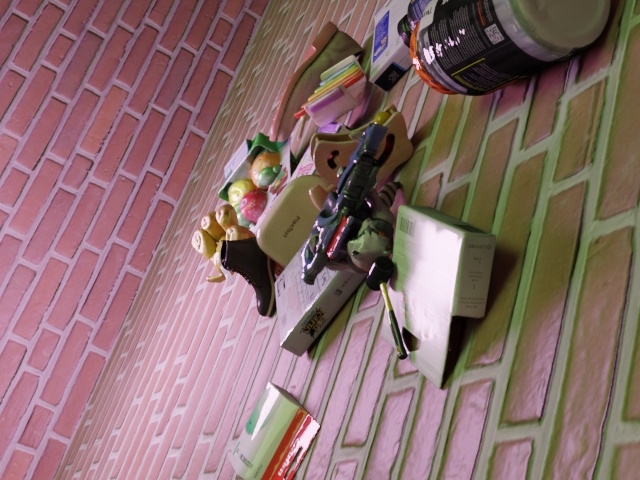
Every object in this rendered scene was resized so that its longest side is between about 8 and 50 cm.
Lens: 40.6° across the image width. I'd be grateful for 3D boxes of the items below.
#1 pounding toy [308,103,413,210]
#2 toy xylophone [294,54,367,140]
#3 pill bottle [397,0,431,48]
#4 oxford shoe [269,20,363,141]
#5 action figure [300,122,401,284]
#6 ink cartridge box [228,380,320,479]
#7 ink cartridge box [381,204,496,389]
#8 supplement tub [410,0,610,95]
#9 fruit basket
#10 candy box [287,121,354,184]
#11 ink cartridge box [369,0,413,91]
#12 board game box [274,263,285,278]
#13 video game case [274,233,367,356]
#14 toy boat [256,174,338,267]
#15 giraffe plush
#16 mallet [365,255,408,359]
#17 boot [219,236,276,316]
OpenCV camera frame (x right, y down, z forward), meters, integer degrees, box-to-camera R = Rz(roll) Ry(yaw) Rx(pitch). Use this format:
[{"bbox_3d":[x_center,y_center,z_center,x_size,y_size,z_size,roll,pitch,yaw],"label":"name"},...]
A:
[{"bbox_3d":[0.061,-0.196,1.861,0.269,0.154,0.155,-38,23,9],"label":"pounding toy"},{"bbox_3d":[0.021,-0.372,2.255,0.236,0.081,0.322,-32,18,12],"label":"toy xylophone"},{"bbox_3d":[0.269,-0.514,1.905,0.219,0.123,0.122,-37,30,49],"label":"pill bottle"},{"bbox_3d":[-0.012,-0.431,2.441,0.397,0.147,0.140,-61,3,-11],"label":"oxford shoe"},{"bbox_3d":[0.094,-0.074,1.618,0.330,0.179,0.341,-89,22,-55],"label":"action figure"},{"bbox_3d":[-0.095,0.388,1.658,0.181,0.056,0.225,-62,17,-2],"label":"ink cartridge box"},{"bbox_3d":[0.181,0.081,1.387,0.275,0.060,0.238,-142,57,-71],"label":"ink cartridge box"},{"bbox_3d":[0.306,-0.370,1.478,0.338,0.207,0.207,-14,49,64],"label":"supplement tub"},{"bbox_3d":[-0.186,-0.135,2.462,0.327,0.165,0.353,-48,24,34],"label":"fruit basket"},{"bbox_3d":[0.009,-0.201,2.202,0.196,0.070,0.165,-60,19,-1],"label":"candy box"},{"bbox_3d":[0.201,-0.535,2.203,0.165,0.065,0.332,-46,25,38],"label":"ink cartridge box"},{"bbox_3d":[-0.091,0.004,2.202,0.147,0.045,0.193,-9,54,66],"label":"board game box"},{"bbox_3d":[-0.003,0.079,1.846,0.244,0.061,0.269,-54,20,19],"label":"video game case"},{"bbox_3d":[-0.037,-0.049,2.045,0.231,0.151,0.151,-55,-9,16],"label":"toy boat"},{"bbox_3d":[-0.209,0.019,2.277,0.181,0.171,0.210,-28,73,36],"label":"giraffe plush"},{"bbox_3d":[0.113,0.120,1.454,0.062,0.039,0.189,116,149,-54],"label":"mallet"},{"bbox_3d":[-0.180,0.088,2.075,0.077,0.137,0.197,-10,83,59],"label":"boot"}]
